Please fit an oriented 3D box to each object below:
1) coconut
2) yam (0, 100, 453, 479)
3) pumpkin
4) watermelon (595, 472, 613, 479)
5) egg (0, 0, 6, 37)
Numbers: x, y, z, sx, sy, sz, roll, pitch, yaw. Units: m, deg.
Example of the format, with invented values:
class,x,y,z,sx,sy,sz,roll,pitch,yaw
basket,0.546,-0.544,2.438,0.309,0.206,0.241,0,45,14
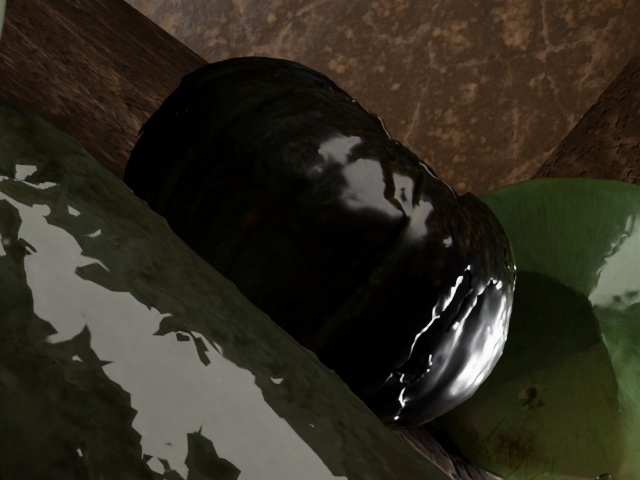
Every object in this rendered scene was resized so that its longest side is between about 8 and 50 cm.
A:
class,x,y,z,sx,sy,sz,roll,pitch,yaw
coconut,0.220,0.086,1.407,0.328,0.281,0.328,42,-6,5
yam,-0.050,0.093,0.407,0.304,0.168,0.168,41,7,7
pumpkin,0.000,0.000,1.150,0.320,0.192,0.320,38,9,-7
watermelon,0.237,0.259,1.059,0.245,0.119,0.063,46,-2,40
egg,-0.233,-0.115,0.557,0.269,0.219,0.219,46,8,18
